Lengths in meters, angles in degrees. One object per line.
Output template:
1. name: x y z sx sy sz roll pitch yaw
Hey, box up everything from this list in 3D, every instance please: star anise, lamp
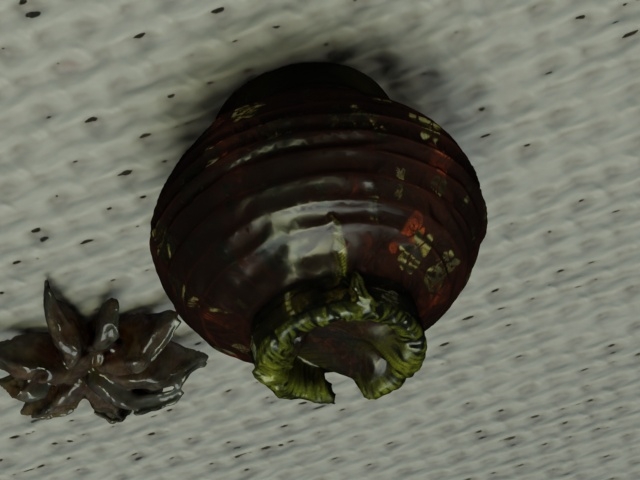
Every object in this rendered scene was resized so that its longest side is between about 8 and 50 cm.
1. star anise: -0.204 0.111 1.184 0.182 0.065 0.195 25 134 -34
2. lamp: 0.000 0.000 0.971 0.247 0.247 0.247 -6 141 -5
